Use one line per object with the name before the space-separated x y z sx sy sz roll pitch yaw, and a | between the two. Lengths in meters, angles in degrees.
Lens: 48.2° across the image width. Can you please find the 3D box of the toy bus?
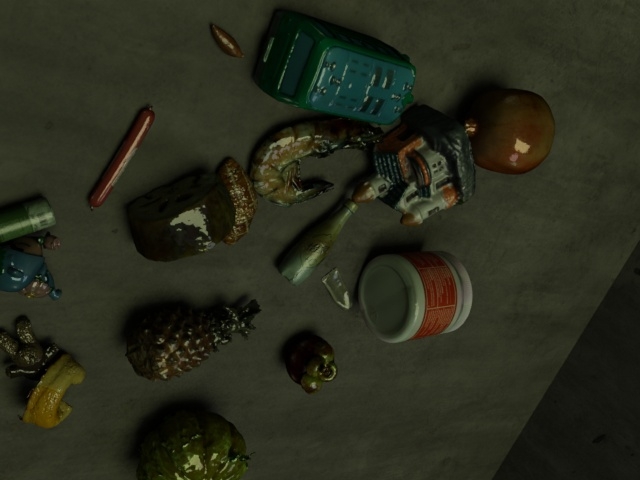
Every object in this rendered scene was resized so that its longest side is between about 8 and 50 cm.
toy bus | 0.048 -0.362 1.558 0.343 0.199 0.184 2 118 -42

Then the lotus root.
lotus root | -0.296 -0.045 1.539 0.234 0.138 0.119 -23 129 -10

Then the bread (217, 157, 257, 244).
bread | -0.195 -0.078 1.663 0.104 0.076 0.233 -16 131 -28

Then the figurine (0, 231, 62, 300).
figurine | -0.582 0.047 1.432 0.145 0.114 0.178 -63 153 -17

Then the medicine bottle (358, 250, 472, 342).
medicine bottle | 0.272 0.160 2.085 0.240 0.252 0.253 -3 122 -37

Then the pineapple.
pineapple | -0.300 0.232 1.764 0.361 0.175 0.175 -12 129 -52

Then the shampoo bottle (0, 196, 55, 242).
shampoo bottle | -0.617 -0.022 1.369 0.204 0.065 0.065 -22 132 -25

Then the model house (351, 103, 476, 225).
model house | 0.227 -0.158 1.860 0.300 0.190 0.272 -32 137 -15

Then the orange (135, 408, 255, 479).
orange | -0.345 0.594 1.934 0.299 0.223 0.301 6 117 -24

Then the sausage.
sausage | -0.405 -0.165 1.456 0.034 0.034 0.253 25 102 -47

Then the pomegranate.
pomegranate | 0.489 -0.296 1.935 0.270 0.252 0.229 0 113 -15

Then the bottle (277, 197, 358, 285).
bottle | 0.000 0.000 1.870 0.270 0.083 0.083 -47 138 -2

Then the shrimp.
shrimp | -0.005 -0.193 1.738 0.364 0.071 0.233 -14 134 -28

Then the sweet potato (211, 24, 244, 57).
sweet potato | -0.191 -0.402 1.454 0.034 0.034 0.095 -47 127 -1

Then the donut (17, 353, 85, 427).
donut | -0.598 0.348 1.606 0.181 0.078 0.146 -59 176 14

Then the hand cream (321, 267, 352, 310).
hand cream | 0.053 0.147 2.069 0.057 0.037 0.165 -37 130 -10

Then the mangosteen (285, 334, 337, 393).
mangosteen | -0.009 0.355 2.056 0.145 0.181 0.156 -3 100 -53

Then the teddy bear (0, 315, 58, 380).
teddy bear | -0.630 0.248 1.547 0.119 0.078 0.161 -33 135 -21
